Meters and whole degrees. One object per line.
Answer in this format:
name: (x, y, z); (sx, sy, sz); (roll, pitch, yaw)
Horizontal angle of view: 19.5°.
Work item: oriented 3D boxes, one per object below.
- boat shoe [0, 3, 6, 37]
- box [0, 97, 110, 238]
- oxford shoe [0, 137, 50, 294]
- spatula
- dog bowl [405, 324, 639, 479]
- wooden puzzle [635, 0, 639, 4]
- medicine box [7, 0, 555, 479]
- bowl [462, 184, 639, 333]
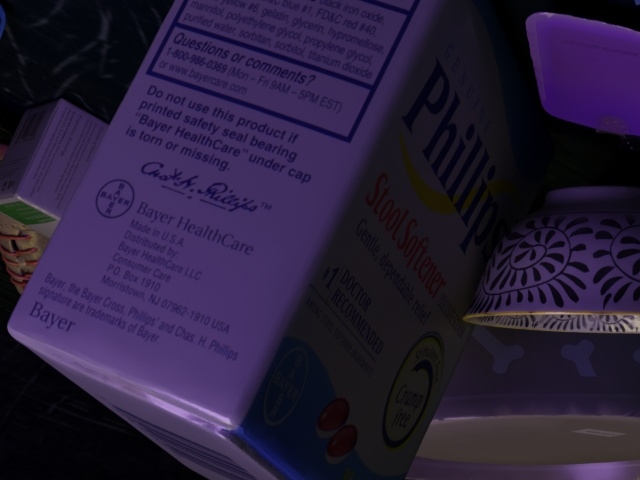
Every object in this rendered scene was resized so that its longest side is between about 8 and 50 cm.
boat shoe: (-0.363, -0.199, 1.386); (0.258, 0.089, 0.109); (27, 166, -10)
box: (-0.231, -0.060, 1.658); (0.087, 0.102, 0.101); (28, 165, -23)
oxford shoe: (-0.267, -0.007, 1.820); (0.123, 0.130, 0.348); (16, 169, 35)
spatula: (0.182, -0.058, 1.093); (0.084, 0.030, 0.296); (13, 168, 20)
dog bowl: (0.166, 0.115, 1.415); (0.349, 0.102, 0.349); (0, 165, 0)
wooden puzzle: (0.209, -0.100, 0.933); (0.116, 0.014, 0.078); (21, 166, 15)
medicine box: (-0.006, -0.007, 1.069); (0.149, 0.289, 0.263); (21, 166, 24)
bowl: (0.171, 0.011, 1.103); (0.170, 0.080, 0.170); (2, 174, 0)
